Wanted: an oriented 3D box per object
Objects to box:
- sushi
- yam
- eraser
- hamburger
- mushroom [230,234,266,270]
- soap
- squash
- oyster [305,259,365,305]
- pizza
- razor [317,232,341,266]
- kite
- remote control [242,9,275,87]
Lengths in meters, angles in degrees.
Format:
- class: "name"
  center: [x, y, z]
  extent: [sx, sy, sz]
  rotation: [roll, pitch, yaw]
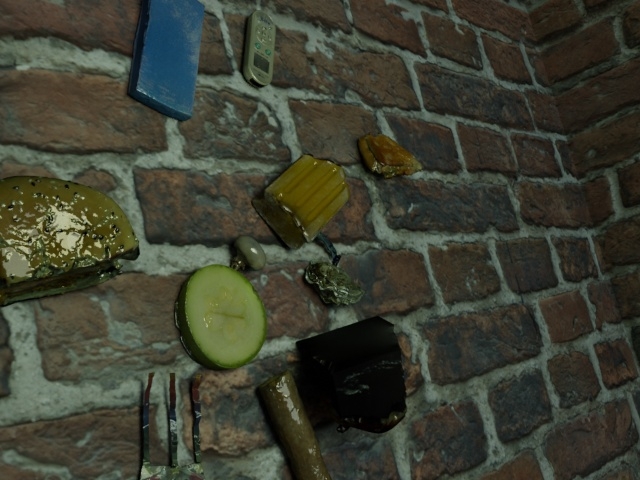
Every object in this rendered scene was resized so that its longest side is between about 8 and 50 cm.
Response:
- class: "sushi"
  center: [0.096, 0.304, 1.524]
  extent: [0.215, 0.227, 0.213]
  rotation: [-17, 104, -18]
- class: "yam"
  center: [-0.032, 0.445, 1.452]
  extent: [0.081, 0.081, 0.357]
  rotation: [-20, 87, -49]
- class: "eraser"
  center: [-0.330, -0.418, 1.525]
  extent: [0.144, 0.042, 0.312]
  rotation: [23, 58, -40]
- class: "hamburger"
  center: [-0.445, -0.007, 1.135]
  extent: [0.288, 0.167, 0.193]
  rotation: [-17, 88, -48]
- class: "mushroom"
  center: [-0.161, 0.034, 1.503]
  extent: [0.079, 0.085, 0.085]
  rotation: [-37, 105, -4]
- class: "soap"
  center: [-0.031, -0.109, 1.673]
  extent: [0.160, 0.080, 0.257]
  rotation: [50, 44, -7]
- class: "squash"
  center: [-0.196, 0.153, 1.427]
  extent: [0.219, 0.041, 0.219]
  rotation: [21, 59, -41]
- class: "oyster"
  center: [0.037, 0.109, 1.684]
  extent: [0.177, 0.064, 0.125]
  rotation: [35, 35, -19]
- class: "pizza"
  center: [0.188, -0.232, 1.985]
  extent: [0.226, 0.069, 0.147]
  rotation: [-11, 60, -51]
- class: "razor"
  center: [0.004, -0.001, 1.714]
  extent: [0.155, 0.028, 0.044]
  rotation: [49, 45, -21]
- class: "kite"
  center: [-0.260, 0.421, 1.262]
  extent: [0.204, 0.022, 0.361]
  rotation: [14, 68, -42]
- class: "remote control"
  center: [-0.153, -0.475, 1.739]
  extent: [0.078, 0.042, 0.222]
  rotation: [24, 58, -40]
